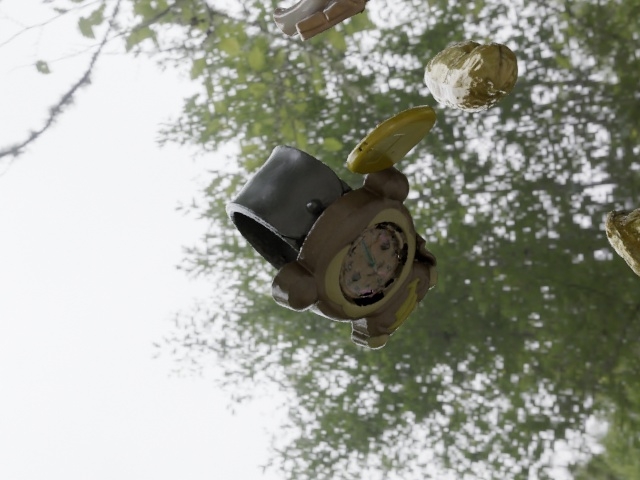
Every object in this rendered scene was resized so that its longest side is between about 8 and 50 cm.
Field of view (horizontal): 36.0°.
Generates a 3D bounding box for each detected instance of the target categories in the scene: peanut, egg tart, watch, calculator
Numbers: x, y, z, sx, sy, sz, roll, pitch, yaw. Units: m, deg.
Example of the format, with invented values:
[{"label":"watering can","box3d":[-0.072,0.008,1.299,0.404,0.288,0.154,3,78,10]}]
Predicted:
[{"label":"peanut","box3d":[0.307,-0.335,2.011,0.147,0.305,0.147,-3,-76,-12]},{"label":"egg tart","box3d":[0.716,0.017,2.009,0.291,0.291,0.107,-6,-45,-44]},{"label":"watch","box3d":[0.000,0.000,1.815,0.314,0.327,0.335,-49,-46,-11]},{"label":"calculator","box3d":[0.120,-0.161,1.595,0.032,0.146,0.235,51,-151,12]}]

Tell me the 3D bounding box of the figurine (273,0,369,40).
[{"label":"figurine","box3d":[-0.022,-0.345,1.060,0.236,0.141,0.162,60,-148,-29]}]
